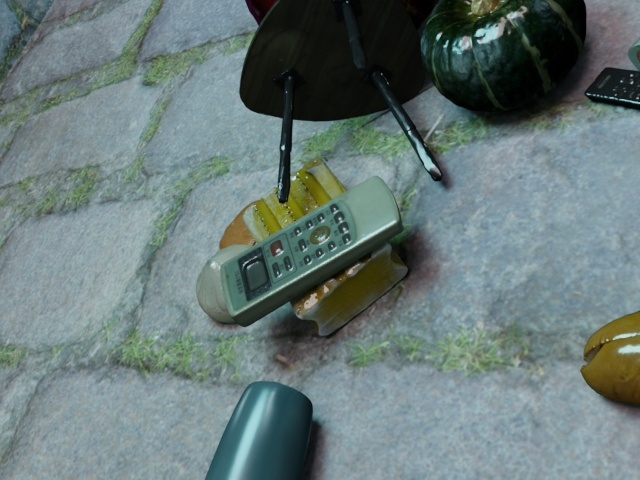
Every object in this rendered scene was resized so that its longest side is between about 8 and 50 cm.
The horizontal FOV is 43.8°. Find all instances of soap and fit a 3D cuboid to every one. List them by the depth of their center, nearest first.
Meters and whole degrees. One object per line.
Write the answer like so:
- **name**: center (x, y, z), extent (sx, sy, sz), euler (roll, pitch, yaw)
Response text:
- **soap**: center (0.000, 0.000, 1.235), extent (0.173, 0.089, 0.274), euler (-37, 41, 3)

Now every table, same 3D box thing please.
- **table**: center (0.059, -0.212, 1.224), extent (0.317, 0.317, 0.249), euler (-28, 46, 18)

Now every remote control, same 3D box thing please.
- **remote control**: center (0.472, -0.194, 1.067), extent (0.063, 0.025, 0.245), euler (-51, 40, -10)
- **remote control**: center (-0.016, 0.011, 1.145), extent (0.285, 0.038, 0.123), euler (-31, 42, 11)

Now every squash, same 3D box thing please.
- **squash**: center (0.279, -0.316, 1.218), extent (0.252, 0.165, 0.252), euler (-23, 45, 26)

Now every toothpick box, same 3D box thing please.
- **toothpick box**: center (-0.077, 0.280, 1.037), extent (0.120, 0.120, 0.184), euler (-8, 49, 35)

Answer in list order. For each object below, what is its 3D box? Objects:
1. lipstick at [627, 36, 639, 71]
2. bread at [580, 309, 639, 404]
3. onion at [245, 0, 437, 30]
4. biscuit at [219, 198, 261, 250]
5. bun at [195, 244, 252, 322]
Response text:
- **lipstick**: center (0.516, -0.312, 1.113), extent (0.186, 0.057, 0.063), euler (-45, 12, -10)
- **bread**: center (0.368, 0.121, 0.848), extent (0.189, 0.077, 0.114), euler (-9, 55, 30)
- **onion**: center (0.052, -0.501, 1.434), extent (0.398, 0.420, 0.398), euler (2, 96, 15)
- **biscuit**: center (-0.130, -0.018, 1.409), extent (0.102, 0.019, 0.130), euler (21, 72, 48)
- **bun**: center (-0.155, 0.061, 1.308), extent (0.138, 0.094, 0.138), euler (-24, 45, 26)
